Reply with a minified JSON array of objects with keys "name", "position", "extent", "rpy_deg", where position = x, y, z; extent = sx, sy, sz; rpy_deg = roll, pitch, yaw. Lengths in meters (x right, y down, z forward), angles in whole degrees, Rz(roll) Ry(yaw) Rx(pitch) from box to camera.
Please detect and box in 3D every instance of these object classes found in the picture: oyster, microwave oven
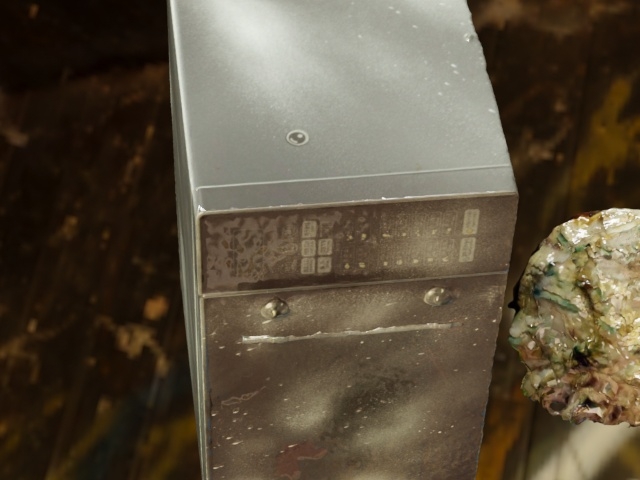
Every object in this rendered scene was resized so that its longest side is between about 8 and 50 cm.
[{"name":"oyster","position":[0.288,0.072,1.533],"extent":[0.259,0.198,0.092],"rpy_deg":[1,12,16]},{"name":"microwave oven","position":[0.000,0.000,1.482],"extent":[0.236,0.374,0.432],"rpy_deg":[-5,-41,-7]}]
